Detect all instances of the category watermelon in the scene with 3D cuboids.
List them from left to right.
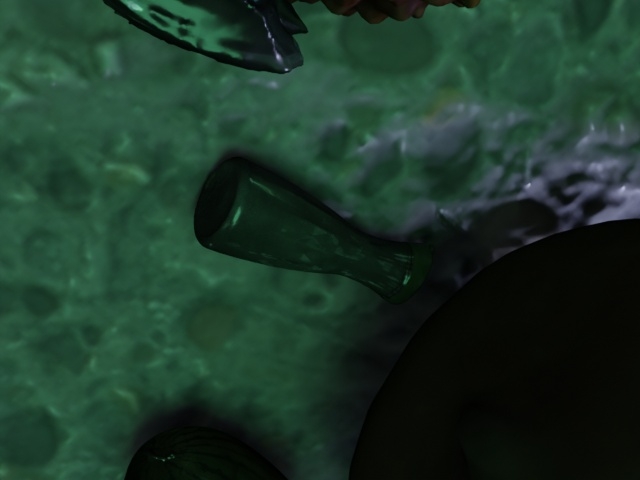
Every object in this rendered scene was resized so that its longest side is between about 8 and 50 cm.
[{"bbox_3d":[-0.052,0.134,0.660,0.078,0.078,0.110,-40,117,11],"label":"watermelon"}]

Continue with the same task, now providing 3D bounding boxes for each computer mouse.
[{"bbox_3d":[-0.059,-0.107,0.516,0.135,0.079,0.047,36,121,-27],"label":"computer mouse"}]

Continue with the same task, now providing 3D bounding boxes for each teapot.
[{"bbox_3d":[0.000,0.000,0.616,0.110,0.043,0.043,21,113,-28],"label":"teapot"}]

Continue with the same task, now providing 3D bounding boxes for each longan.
[{"bbox_3d":[0.145,0.135,0.586,0.297,0.297,0.297,-7,122,-11],"label":"longan"}]

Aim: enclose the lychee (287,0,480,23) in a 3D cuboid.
[{"bbox_3d":[0.016,-0.179,0.404,0.271,0.271,0.271,-7,122,-11],"label":"lychee"}]
